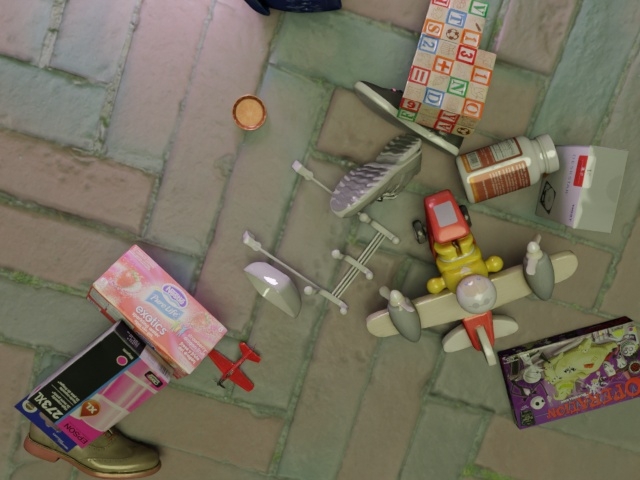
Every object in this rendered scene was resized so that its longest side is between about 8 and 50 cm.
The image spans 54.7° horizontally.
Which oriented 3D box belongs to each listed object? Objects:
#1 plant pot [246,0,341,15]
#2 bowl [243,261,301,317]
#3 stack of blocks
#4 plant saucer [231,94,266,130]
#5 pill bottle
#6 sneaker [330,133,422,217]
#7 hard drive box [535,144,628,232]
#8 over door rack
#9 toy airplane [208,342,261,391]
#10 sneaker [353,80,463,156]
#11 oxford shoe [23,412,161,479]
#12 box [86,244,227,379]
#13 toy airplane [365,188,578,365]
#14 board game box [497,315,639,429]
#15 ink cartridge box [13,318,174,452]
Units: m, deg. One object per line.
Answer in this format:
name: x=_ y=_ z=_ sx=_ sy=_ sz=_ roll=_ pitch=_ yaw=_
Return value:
plant pot: x=-0.078 y=-0.616 z=1.336 sx=0.212 sy=0.236 sz=0.236 roll=-9 pitch=100 yaw=6
bowl: x=-0.107 y=0.110 z=1.485 sx=0.142 sy=0.142 sz=0.053 roll=28 pitch=70 yaw=35
stack of blocks: x=0.293 y=-0.394 z=1.376 sx=0.171 sy=0.087 sz=0.297 roll=16 pitch=72 yaw=2
plant saucer: x=-0.171 y=-0.307 z=1.488 sx=0.083 sy=0.013 sz=0.084 roll=0 pitch=99 yaw=0
pill bottle: x=0.435 y=-0.172 z=1.450 sx=0.216 sy=0.121 sz=0.121 roll=-17 pitch=99 yaw=12
sneaker: x=0.145 y=-0.127 z=1.433 sx=0.281 sy=0.105 sz=0.115 roll=-38 pitch=128 yaw=-20
hard drive box: x=0.592 y=-0.125 z=1.419 sx=0.089 sy=0.232 sz=0.181 roll=8 pitch=98 yaw=-2
over door rack: x=0.000 y=0.000 z=1.493 sx=0.324 sy=0.108 sz=0.239 roll=36 pitch=96 yaw=-6
toy airplane: x=-0.211 y=0.320 z=1.579 sx=0.151 sy=0.028 sz=0.151 roll=0 pitch=98 yaw=0
sneaker: x=0.228 y=-0.331 z=1.452 sx=0.295 sy=0.104 sz=0.147 roll=29 pitch=93 yaw=-9
oxford shoe: x=-0.565 y=0.501 z=1.556 sx=0.348 sy=0.123 sz=0.130 roll=15 pitch=96 yaw=-3
box: x=-0.389 y=0.174 z=1.467 sx=0.300 sy=0.154 sz=0.142 roll=44 pitch=61 yaw=-6
toy airplane: x=0.344 y=0.123 z=1.433 sx=0.384 sy=0.272 sz=0.386 roll=26 pitch=101 yaw=-3
board game box: x=0.648 y=0.341 z=1.589 sx=0.346 sy=0.056 sz=0.208 roll=-17 pitch=103 yaw=1
ink cartridge box: x=-0.531 y=0.353 z=1.423 sx=0.371 sy=0.069 sz=0.176 roll=-37 pitch=105 yaw=15
